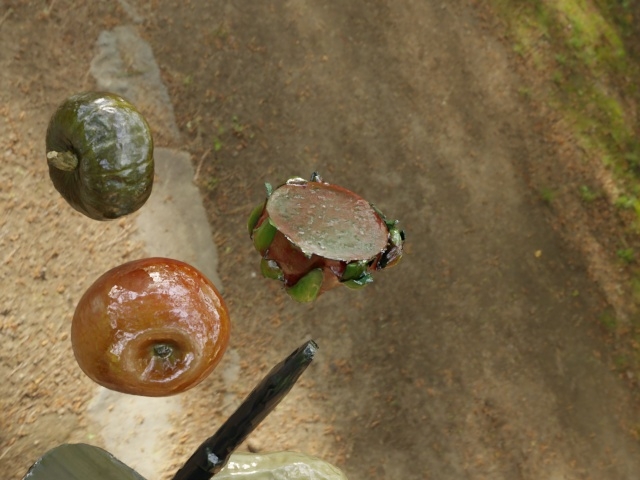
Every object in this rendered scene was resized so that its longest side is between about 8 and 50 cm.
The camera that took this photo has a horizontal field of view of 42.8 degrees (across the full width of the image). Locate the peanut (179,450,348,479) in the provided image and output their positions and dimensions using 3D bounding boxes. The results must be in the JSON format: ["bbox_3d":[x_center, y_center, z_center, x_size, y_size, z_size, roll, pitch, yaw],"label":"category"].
[{"bbox_3d":[-0.105,0.449,1.454,0.312,0.152,0.152,1,60,1],"label":"peanut"}]

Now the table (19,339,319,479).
[{"bbox_3d":[-0.042,0.249,0.429,0.317,0.249,0.317,35,37,-32],"label":"table"}]

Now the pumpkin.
[{"bbox_3d":[-0.365,-0.135,1.322,0.162,0.219,0.219,-18,77,-44],"label":"pumpkin"}]

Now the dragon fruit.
[{"bbox_3d":[0.000,0.000,0.760,0.138,0.175,0.142,21,60,-8],"label":"dragon fruit"}]

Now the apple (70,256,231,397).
[{"bbox_3d":[-0.294,0.156,1.433,0.271,0.252,0.206,21,26,-27],"label":"apple"}]
